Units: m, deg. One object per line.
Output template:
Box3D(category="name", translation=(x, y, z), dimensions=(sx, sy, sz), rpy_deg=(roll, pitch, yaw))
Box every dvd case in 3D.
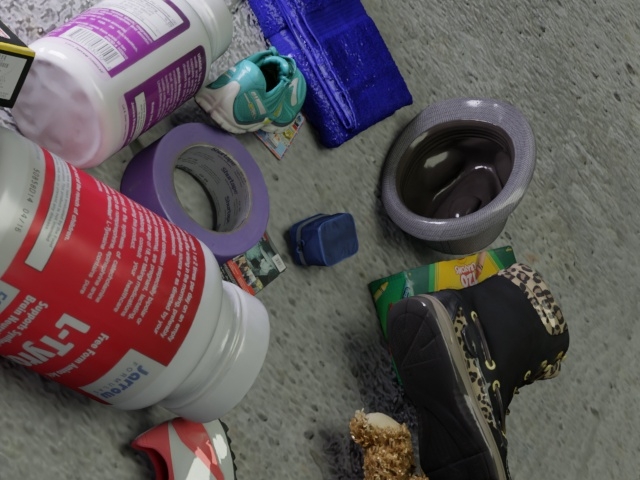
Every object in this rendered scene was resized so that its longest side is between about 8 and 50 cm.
Box3D(category="dvd case", translation=(-0.103, 0.031, 1.968), dimensions=(0.119, 0.013, 0.087), rpy_deg=(-39, 103, -44))

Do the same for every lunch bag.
Box3D(category="lunch bag", translation=(0.000, 0.000, 2.046), dimensions=(0.098, 0.065, 0.067), rpy_deg=(-22, 106, -48))

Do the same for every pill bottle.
Box3D(category="pill bottle", translation=(-0.265, 0.057, 1.639), dimensions=(0.407, 0.229, 0.229), rpy_deg=(32, 54, -32))
Box3D(category="pill bottle", translation=(-0.246, -0.228, 1.813), dimensions=(0.301, 0.169, 0.169), rpy_deg=(-43, 106, -45))

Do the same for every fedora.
Box3D(category="fedora", translation=(0.224, -0.083, 2.220), dimensions=(0.124, 0.243, 0.275), rpy_deg=(67, 30, -47))

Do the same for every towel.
Box3D(category="towel", translation=(0.019, -0.313, 2.175), dimensions=(0.227, 0.076, 0.308), rpy_deg=(-34, 100, -45))

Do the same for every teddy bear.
Box3D(category="teddy bear", translation=(0.116, 0.388, 1.935), dimensions=(0.113, 0.245, 0.338), rpy_deg=(-22, 87, -3))

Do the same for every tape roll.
Box3D(category="tape roll", translation=(-0.165, -0.056, 1.881), dimensions=(0.189, 0.080, 0.189), rpy_deg=(19, 59, -34))

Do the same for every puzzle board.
Box3D(category="puzzle board", translation=(-0.080, -0.194, 2.079), dimensions=(0.128, 0.011, 0.096), rpy_deg=(47, 47, -21))

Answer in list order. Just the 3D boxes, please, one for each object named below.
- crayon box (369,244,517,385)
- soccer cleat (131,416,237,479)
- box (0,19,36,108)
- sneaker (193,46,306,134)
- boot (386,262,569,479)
Box3D(category="crayon box", translation=(0.212, 0.113, 2.199), dimensions=(0.278, 0.081, 0.165), rpy_deg=(-12, 84, -47))
Box3D(category="soccer cleat", translation=(-0.148, 0.375, 1.741), dimensions=(0.116, 0.108, 0.318), rpy_deg=(-10, 82, -27))
Box3D(category="box", translation=(-0.491, -0.260, 1.502), dimensions=(0.257, 0.079, 0.322), rpy_deg=(6, 26, -44))
Box3D(category="sneaker", translation=(-0.071, -0.212, 1.970), dimensions=(0.107, 0.110, 0.275), rpy_deg=(49, 21, 3))
Box3D(category="boot", translation=(0.257, 0.226, 2.060), dimensions=(0.284, 0.138, 0.377), rpy_deg=(-22, 92, -46))
